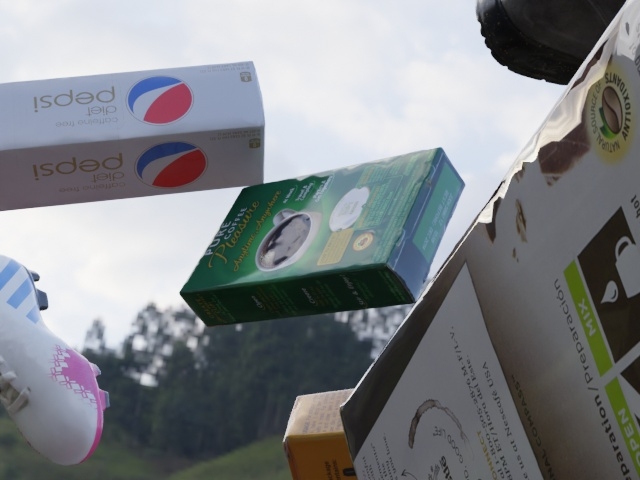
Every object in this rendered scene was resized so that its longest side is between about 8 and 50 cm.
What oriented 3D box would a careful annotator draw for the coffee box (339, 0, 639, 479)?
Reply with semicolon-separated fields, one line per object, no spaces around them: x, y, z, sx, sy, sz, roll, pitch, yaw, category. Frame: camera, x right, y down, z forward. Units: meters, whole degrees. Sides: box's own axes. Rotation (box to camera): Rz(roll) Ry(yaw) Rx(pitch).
0.131;0.043;0.429;0.168;0.119;0.297;-6;-26;-19;coffee box

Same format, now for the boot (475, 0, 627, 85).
0.322;-0.205;1.127;0.338;0.118;0.223;3;-27;-35;boot

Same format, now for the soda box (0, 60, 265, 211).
-0.151;-0.078;0.986;0.216;0.069;0.074;-7;-36;-9;soda box

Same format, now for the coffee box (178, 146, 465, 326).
0.000;0.000;0.899;0.184;0.113;0.040;-10;-50;38;coffee box

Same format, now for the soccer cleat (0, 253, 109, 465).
-0.342;0.123;1.414;0.143;0.331;0.116;14;-68;-39;soccer cleat

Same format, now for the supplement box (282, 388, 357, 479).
0.095;0.146;0.972;0.233;0.080;0.078;-9;-68;9;supplement box
